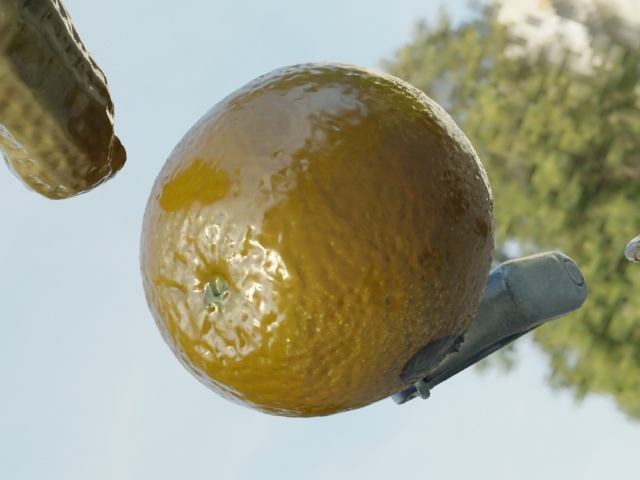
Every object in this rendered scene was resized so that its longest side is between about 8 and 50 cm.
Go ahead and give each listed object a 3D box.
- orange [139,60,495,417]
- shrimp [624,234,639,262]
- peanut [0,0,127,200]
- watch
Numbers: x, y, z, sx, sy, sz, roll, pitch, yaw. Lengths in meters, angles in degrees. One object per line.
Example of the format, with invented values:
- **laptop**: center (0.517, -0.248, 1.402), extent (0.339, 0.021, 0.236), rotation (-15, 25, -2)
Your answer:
- **orange**: center (0.000, 0.000, 1.220), extent (0.236, 0.236, 0.236), rotation (-56, -20, -32)
- **shrimp**: center (0.249, -0.001, 1.306), extent (0.059, 0.108, 0.023), rotation (-27, -80, -42)
- **peanut**: center (-0.173, -0.092, 1.133), extent (0.093, 0.083, 0.194), rotation (-39, -45, -16)
- **watch**: center (0.130, 0.081, 1.725), extent (0.193, 0.068, 0.206), rotation (-35, -9, 29)
